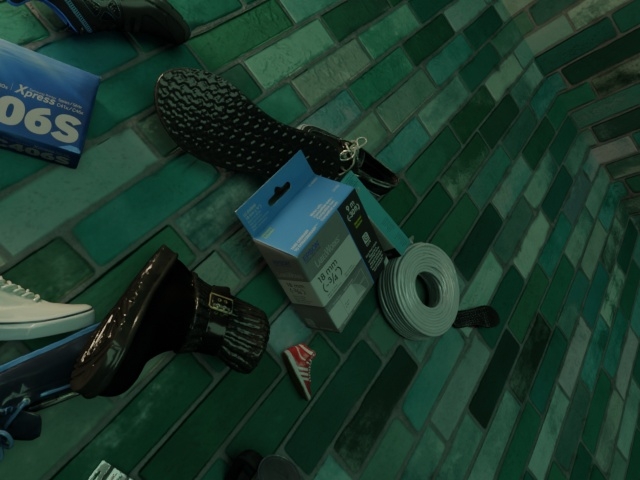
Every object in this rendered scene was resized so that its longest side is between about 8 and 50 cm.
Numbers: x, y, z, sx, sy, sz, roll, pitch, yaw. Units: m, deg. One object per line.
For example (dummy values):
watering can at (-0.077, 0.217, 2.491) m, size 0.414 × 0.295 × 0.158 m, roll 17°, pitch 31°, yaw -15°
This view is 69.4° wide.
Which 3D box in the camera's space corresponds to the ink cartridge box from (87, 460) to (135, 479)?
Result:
ink cartridge box at (-0.339, 0.407, 0.762) m, size 0.083 × 0.028 × 0.048 m, roll 44°, pitch 56°, yaw -17°

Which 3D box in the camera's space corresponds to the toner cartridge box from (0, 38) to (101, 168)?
toner cartridge box at (-0.568, -0.254, 0.760) m, size 0.348 × 0.075 × 0.165 m, roll 15°, pitch 68°, yaw -31°

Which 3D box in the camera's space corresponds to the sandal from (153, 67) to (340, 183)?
sandal at (-0.159, -0.221, 1.018) m, size 0.446 × 0.107 × 0.167 m, roll 22°, pitch 93°, yaw -35°

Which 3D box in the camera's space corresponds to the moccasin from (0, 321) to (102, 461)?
moccasin at (-0.435, 0.237, 0.672) m, size 0.342 × 0.138 × 0.117 m, roll -28°, pitch 86°, yaw -36°

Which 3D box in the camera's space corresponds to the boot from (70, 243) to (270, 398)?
boot at (-0.219, 0.168, 0.776) m, size 0.260 × 0.131 × 0.348 m, roll 41°, pitch 24°, yaw -18°

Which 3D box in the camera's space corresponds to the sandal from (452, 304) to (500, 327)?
sandal at (0.455, 0.230, 1.375) m, size 0.179 × 0.040 × 0.067 m, roll 1°, pitch 70°, yaw -20°

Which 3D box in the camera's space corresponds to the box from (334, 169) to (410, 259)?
box at (0.111, -0.055, 1.168) m, size 0.244 × 0.100 × 0.060 m, roll 48°, pitch 55°, yaw -15°

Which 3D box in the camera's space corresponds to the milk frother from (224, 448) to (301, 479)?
milk frother at (-0.126, 0.464, 0.811) m, size 0.129 × 0.134 × 0.143 m, roll 30°, pitch 24°, yaw 3°

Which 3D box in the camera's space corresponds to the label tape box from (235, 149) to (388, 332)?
label tape box at (0.000, 0.000, 1.011) m, size 0.240 × 0.106 × 0.333 m, roll -51°, pitch 126°, yaw -34°

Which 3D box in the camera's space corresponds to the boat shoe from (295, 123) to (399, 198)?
boat shoe at (0.073, -0.208, 1.181) m, size 0.306 × 0.105 × 0.113 m, roll 34°, pitch 60°, yaw -23°

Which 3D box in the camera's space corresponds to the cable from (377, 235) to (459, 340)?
cable at (0.269, 0.133, 1.233) m, size 0.257 × 0.089 × 0.257 m, roll -35°, pitch 98°, yaw -37°

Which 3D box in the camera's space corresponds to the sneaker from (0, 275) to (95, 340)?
sneaker at (-0.483, 0.100, 0.701) m, size 0.258 × 0.094 × 0.091 m, roll 3°, pitch 90°, yaw -33°

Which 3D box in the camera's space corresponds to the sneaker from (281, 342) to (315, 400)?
sneaker at (-0.032, 0.283, 1.007) m, size 0.067 × 0.042 × 0.118 m, roll -23°, pitch 89°, yaw -34°

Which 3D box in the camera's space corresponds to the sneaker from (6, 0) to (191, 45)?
sneaker at (-0.430, -0.457, 0.912) m, size 0.341 × 0.125 × 0.139 m, roll 16°, pitch 96°, yaw -34°
